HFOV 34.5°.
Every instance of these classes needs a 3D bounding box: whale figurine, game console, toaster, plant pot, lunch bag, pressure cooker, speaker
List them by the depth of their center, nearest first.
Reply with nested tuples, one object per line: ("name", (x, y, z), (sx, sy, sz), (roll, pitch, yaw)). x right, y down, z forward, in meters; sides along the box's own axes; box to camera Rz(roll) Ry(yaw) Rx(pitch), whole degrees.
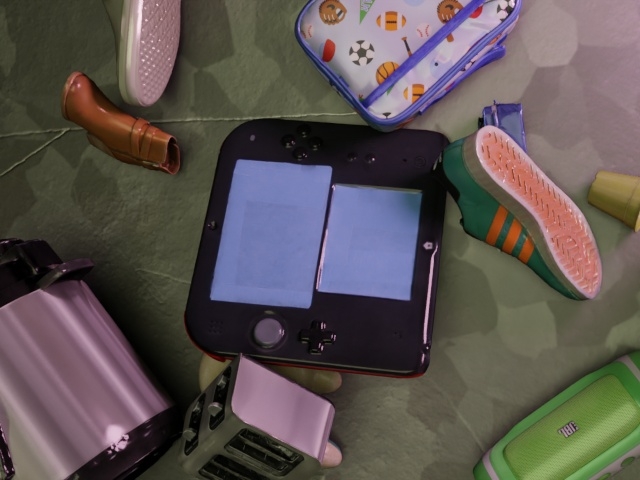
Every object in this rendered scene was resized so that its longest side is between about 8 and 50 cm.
("toaster", (-0.083, 0.263, 1.394), (0.185, 0.110, 0.168), (30, 132, -15))
("speaker", (0.363, 0.280, 1.440), (0.296, 0.131, 0.131), (-38, 83, 9))
("plant pot", (0.423, -0.063, 1.455), (0.079, 0.083, 0.083), (22, 95, 23))
("game console", (0.000, 0.000, 1.464), (0.341, 0.060, 0.387), (3, 64, 12))
("lunch bag", (0.134, -0.315, 1.478), (0.303, 0.115, 0.243), (-42, 82, 3))
("lunch bag", (0.261, -0.155, 1.485), (0.065, 0.067, 0.099), (-7, 89, 11))
("pressure cooker", (-0.452, 0.222, 1.486), (0.370, 0.375, 0.420), (-34, 82, -25))
("whale figurine", (-0.065, 0.228, 1.539), (0.216, 0.141, 0.272), (-24, 110, 14))

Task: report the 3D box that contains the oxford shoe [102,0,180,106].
("oxford shoe", (-0.289, -0.417, 1.548), (0.130, 0.169, 0.450), (-3, 83, 8))

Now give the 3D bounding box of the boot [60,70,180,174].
("boot", (-0.293, -0.173, 1.539), (0.152, 0.197, 0.073), (22, 74, 17))

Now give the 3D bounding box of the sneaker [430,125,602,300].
("sneaker", (0.278, -0.028, 1.461), (0.302, 0.108, 0.121), (49, 143, -15))
